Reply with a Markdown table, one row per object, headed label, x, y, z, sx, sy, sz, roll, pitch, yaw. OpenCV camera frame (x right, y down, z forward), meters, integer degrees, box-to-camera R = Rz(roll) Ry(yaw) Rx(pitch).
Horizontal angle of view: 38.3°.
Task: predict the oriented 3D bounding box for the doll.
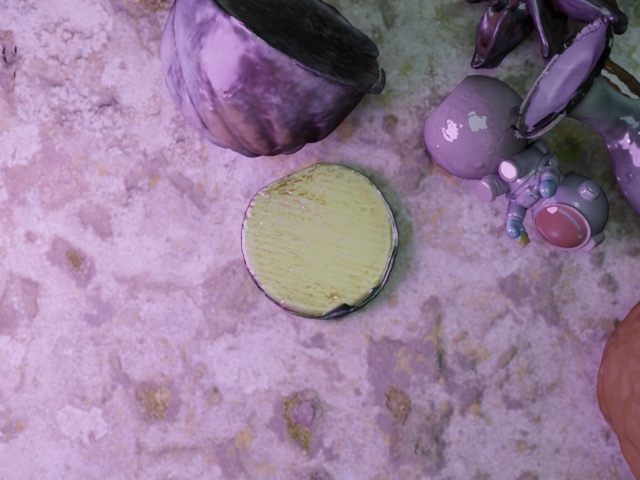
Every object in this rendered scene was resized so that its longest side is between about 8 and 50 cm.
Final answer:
| label | x | y | z | sx | sy | sz | roll | pitch | yaw |
| --- | --- | --- | --- | --- | --- | --- | --- | --- | --- |
| doll | 0.274 | -0.096 | 1.249 | 0.287 | 0.151 | 0.151 | 42 | 91 | 1 |

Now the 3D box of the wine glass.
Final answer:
| label | x | y | z | sx | sy | sz | roll | pitch | yaw |
| --- | --- | --- | --- | --- | --- | --- | --- | --- | --- |
| wine glass | 0.426 | -0.111 | 1.142 | 0.357 | 0.190 | 0.190 | 30 | 90 | -12 |

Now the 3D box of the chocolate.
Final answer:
| label | x | y | z | sx | sy | sz | roll | pitch | yaw |
| --- | --- | --- | --- | --- | --- | --- | --- | --- | --- |
| chocolate | -0.087 | -0.224 | 1.251 | 0.303 | 0.303 | 0.213 | 43 | 118 | 8 |

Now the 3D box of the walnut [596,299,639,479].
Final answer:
| label | x | y | z | sx | sy | sz | roll | pitch | yaw |
| --- | --- | --- | --- | --- | --- | --- | --- | --- | --- |
| walnut | 0.512 | 0.208 | 1.075 | 0.384 | 0.383 | 0.383 | -1 | 86 | 7 |

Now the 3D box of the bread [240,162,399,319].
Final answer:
| label | x | y | z | sx | sy | sz | roll | pitch | yaw |
| --- | --- | --- | --- | --- | --- | --- | --- | --- | --- |
| bread | 0.000 | 0.000 | 1.321 | 0.229 | 0.033 | 0.228 | 0 | 87 | 8 |

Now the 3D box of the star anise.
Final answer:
| label | x | y | z | sx | sy | sz | roll | pitch | yaw |
| --- | --- | --- | --- | --- | --- | --- | --- | --- | --- |
| star anise | 0.309 | -0.385 | 1.235 | 0.316 | 0.139 | 0.359 | 42 | 116 | 23 |

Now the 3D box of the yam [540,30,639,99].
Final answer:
| label | x | y | z | sx | sy | sz | roll | pitch | yaw |
| --- | --- | --- | --- | --- | --- | --- | --- | --- | --- |
| yam | 0.410 | -0.213 | 1.280 | 0.241 | 0.057 | 0.056 | 39 | 91 | 10 |
